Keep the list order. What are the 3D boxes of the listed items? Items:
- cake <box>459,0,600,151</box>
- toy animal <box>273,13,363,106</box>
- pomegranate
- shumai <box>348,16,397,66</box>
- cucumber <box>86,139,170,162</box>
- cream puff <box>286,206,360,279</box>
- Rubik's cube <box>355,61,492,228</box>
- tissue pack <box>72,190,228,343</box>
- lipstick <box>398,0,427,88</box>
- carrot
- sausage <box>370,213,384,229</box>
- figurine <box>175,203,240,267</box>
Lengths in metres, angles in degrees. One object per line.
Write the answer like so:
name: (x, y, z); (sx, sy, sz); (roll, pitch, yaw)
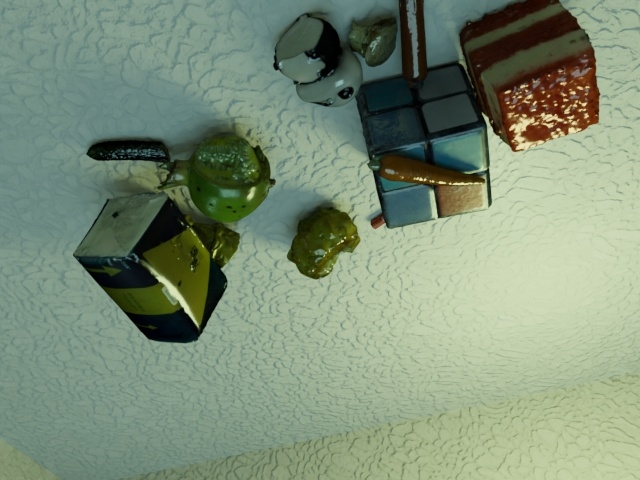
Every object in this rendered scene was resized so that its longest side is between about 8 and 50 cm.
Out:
cake: (0.540, -0.422, 1.592); (0.269, 0.320, 0.270); (-21, 134, 13)
toy animal: (0.006, -0.451, 1.608); (0.187, 0.165, 0.235); (-9, 141, 35)
pomegranate: (-0.303, -0.183, 1.792); (0.340, 0.260, 0.260); (1, 136, 0)
shumai: (0.131, -0.528, 1.597); (0.116, 0.145, 0.146); (34, 135, 15)
cucumber: (-0.569, -0.265, 1.813); (0.245, 0.067, 0.067); (2, 136, -6)
cream puff: (0.000, 0.001, 2.095); (0.282, 0.185, 0.282); (-39, 161, -16)
Rubik's cube: (0.289, -0.264, 1.732); (0.318, 0.313, 0.316); (-13, 136, 8)
tissue pack: (-0.496, 0.084, 1.843); (0.253, 0.264, 0.417); (-3, 136, 26)
lipstick: (0.227, -0.579, 1.532); (0.077, 0.077, 0.418); (-9, 128, 2)
carrot: (0.272, -0.172, 1.566); (0.335, 0.069, 0.069); (6, 135, -19)
sausage: (0.232, -0.085, 2.117); (0.129, 0.034, 0.034); (-35, 130, 26)
figurine: (-0.437, -0.044, 2.008); (0.315, 0.187, 0.168); (37, 101, -26)
